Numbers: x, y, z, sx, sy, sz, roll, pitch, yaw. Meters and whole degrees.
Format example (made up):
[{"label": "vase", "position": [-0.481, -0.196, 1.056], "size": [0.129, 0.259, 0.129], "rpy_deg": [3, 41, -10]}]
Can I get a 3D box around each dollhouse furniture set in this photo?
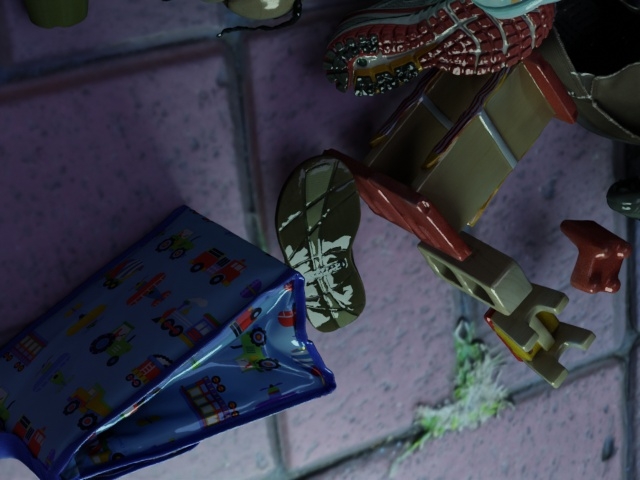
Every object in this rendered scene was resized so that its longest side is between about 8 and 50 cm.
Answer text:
[{"label": "dollhouse furniture set", "position": [0.192, -0.036, 1.547], "size": [0.201, 0.152, 0.374], "rpy_deg": [-50, 134, -9]}]

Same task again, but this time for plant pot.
[{"label": "plant pot", "position": [-0.231, -0.228, 1.250], "size": [0.083, 0.083, 0.079], "rpy_deg": [-20, 128, -26]}]

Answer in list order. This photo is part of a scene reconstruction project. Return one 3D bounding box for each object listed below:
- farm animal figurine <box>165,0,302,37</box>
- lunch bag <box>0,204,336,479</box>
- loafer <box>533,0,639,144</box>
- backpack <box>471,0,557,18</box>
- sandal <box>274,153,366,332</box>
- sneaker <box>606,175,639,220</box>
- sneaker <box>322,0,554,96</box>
[{"label": "farm animal figurine", "position": [-0.085, -0.315, 1.193], "size": [0.330, 0.172, 0.326], "rpy_deg": [-47, 129, -33]}, {"label": "lunch bag", "position": [-0.175, 0.113, 1.306], "size": [0.293, 0.221, 0.138], "rpy_deg": [-29, 119, -22]}, {"label": "loafer", "position": [0.313, -0.192, 1.568], "size": [0.366, 0.130, 0.133], "rpy_deg": [24, 93, -36]}, {"label": "backpack", "position": [0.171, -0.317, 1.262], "size": [0.191, 0.253, 0.225], "rpy_deg": [32, 115, -30]}, {"label": "sandal", "position": [0.000, 0.000, 1.482], "size": [0.090, 0.060, 0.219], "rpy_deg": [-21, 132, -8]}, {"label": "sneaker", "position": [0.429, -0.015, 1.735], "size": [0.234, 0.078, 0.106], "rpy_deg": [6, 100, -36]}, {"label": "sneaker", "position": [0.112, -0.212, 1.403], "size": [0.225, 0.092, 0.088], "rpy_deg": [-8, 128, 12]}]
